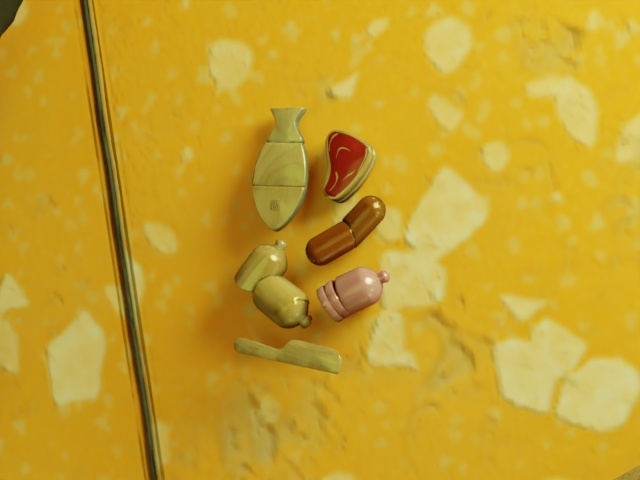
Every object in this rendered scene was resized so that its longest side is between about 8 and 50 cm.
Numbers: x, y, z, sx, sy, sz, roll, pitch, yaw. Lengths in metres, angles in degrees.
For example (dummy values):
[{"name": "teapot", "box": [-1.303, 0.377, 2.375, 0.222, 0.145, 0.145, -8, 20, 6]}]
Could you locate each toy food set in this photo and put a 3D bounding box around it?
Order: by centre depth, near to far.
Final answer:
[{"name": "toy food set", "box": [0.000, 0.000, 0.893, 0.078, 0.019, 0.122, 11, 85, 24]}]

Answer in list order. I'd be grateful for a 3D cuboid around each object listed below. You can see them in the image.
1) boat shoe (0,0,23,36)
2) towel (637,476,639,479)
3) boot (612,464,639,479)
[{"name": "boat shoe", "box": [-0.333, -0.116, 0.973, 0.341, 0.127, 0.158, 17, 78, 23]}, {"name": "towel", "box": [0.236, 0.194, 0.670, 0.332, 0.053, 0.317, 23, 110, 0]}, {"name": "boot", "box": [0.228, 0.097, 0.745, 0.305, 0.112, 0.115, -28, 47, 12]}]
